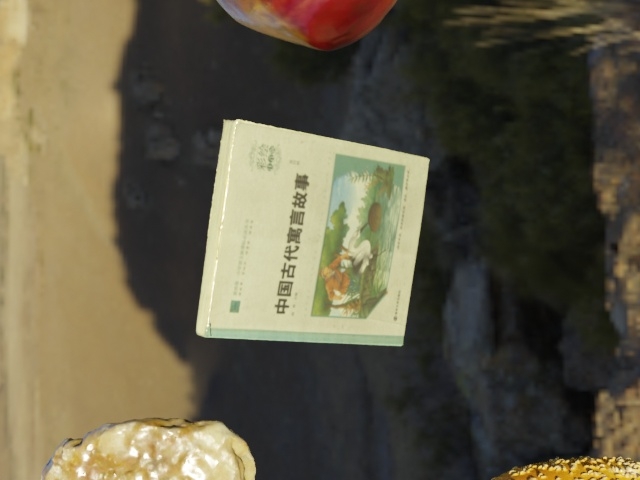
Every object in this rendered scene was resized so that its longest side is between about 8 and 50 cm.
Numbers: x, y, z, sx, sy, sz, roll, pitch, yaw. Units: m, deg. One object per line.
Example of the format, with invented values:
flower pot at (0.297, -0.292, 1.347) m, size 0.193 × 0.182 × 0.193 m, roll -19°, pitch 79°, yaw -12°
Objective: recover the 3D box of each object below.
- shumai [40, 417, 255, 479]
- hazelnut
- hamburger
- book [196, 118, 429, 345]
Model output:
shumai at (-0.215, 0.379, 1.692) m, size 0.314 × 0.267 × 0.262 m, roll -34°, pitch 42°, yaw 30°
hazelnut at (-0.004, -0.281, 1.226) m, size 0.229 × 0.229 × 0.230 m, roll -179°, pitch 90°, yaw -73°
hamburger at (0.251, 0.281, 1.326) m, size 0.173 × 0.210 × 0.116 m, roll -97°, pitch -4°, yaw -55°
book at (0.000, 0.000, 1.379) m, size 0.025 × 0.282 × 0.215 m, roll 10°, pitch 94°, yaw 46°
